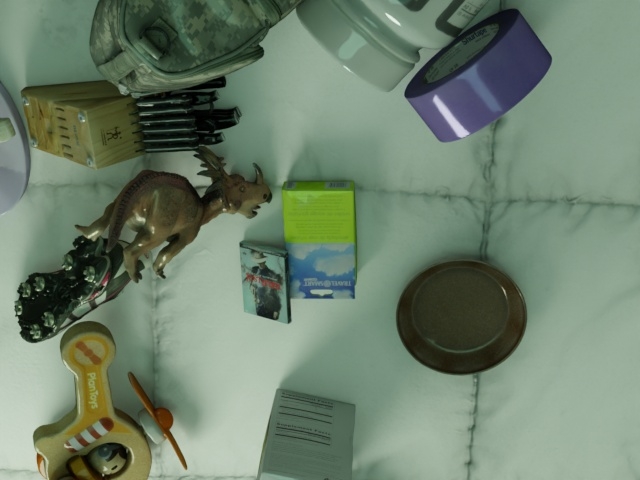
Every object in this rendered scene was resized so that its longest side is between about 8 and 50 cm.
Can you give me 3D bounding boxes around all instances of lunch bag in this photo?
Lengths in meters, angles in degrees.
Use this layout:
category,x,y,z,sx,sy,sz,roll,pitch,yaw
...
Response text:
category,x,y,z,sx,sy,sz,roll,pitch,yaw
lunch bag,-0.167,-0.302,1.518,0.256,0.305,0.212,-45,105,-10

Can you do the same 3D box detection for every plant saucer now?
category,x,y,z,sx,sy,sz,roll,pitch,yaw
plant saucer,0.214,0.112,1.837,0.199,0.036,0.198,2,112,4

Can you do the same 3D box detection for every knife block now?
category,x,y,z,sx,sy,sz,roll,pitch,yaw
knife block,-0.263,-0.186,1.730,0.276,0.242,0.088,18,122,46

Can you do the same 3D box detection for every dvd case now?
category,x,y,z,sx,sy,sz,roll,pitch,yaw
dvd case,-0.084,0.064,1.827,0.087,0.013,0.119,14,117,32

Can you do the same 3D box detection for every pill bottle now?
category,x,y,z,sx,sy,sz,roll,pitch,yaw
pill bottle,0.145,-0.379,1.543,0.204,0.204,0.361,39,110,-12

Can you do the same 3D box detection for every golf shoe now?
category,x,y,z,sx,sy,sz,roll,pitch,yaw
golf shoe,-0.365,0.082,1.824,0.273,0.120,0.105,-31,69,39

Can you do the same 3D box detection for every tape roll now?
category,x,y,z,sx,sy,sz,roll,pitch,yaw
tape roll,0.210,-0.221,1.613,0.189,0.189,0.080,-34,106,16

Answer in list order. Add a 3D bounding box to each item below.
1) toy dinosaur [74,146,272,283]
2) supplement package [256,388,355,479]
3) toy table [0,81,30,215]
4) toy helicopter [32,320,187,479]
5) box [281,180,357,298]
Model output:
category,x,y,z,sx,sy,sz,roll,pitch,yaw
toy dinosaur,-0.215,-0.055,1.700,0.127,0.296,0.200,48,109,17
supplement package,-0.027,0.354,1.843,0.134,0.244,0.139,12,112,-2
toy table,-0.530,-0.140,1.716,0.252,0.161,0.274,-27,108,14
toy helicopter,-0.334,0.276,1.886,0.235,0.140,0.355,-8,123,-14
box,0.000,0.000,1.800,0.109,0.042,0.178,0,114,5
